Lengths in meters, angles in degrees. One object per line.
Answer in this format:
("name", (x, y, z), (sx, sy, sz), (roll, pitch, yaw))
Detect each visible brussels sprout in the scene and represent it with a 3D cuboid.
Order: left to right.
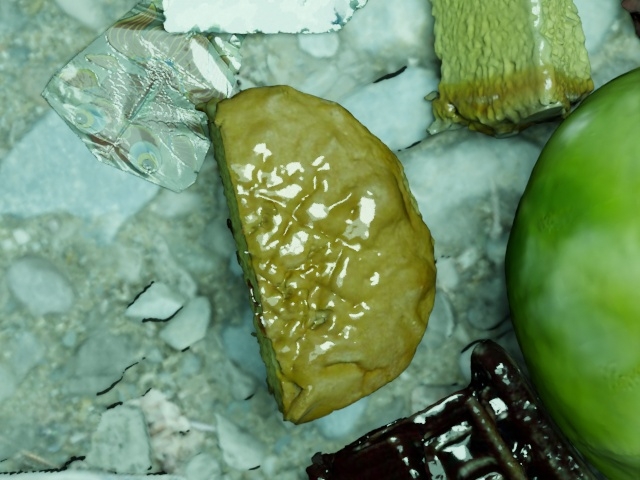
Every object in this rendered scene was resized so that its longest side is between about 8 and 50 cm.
("brussels sprout", (0.282, 0.033, 1.093), (0.344, 0.268, 0.344), (11, 64, -22))

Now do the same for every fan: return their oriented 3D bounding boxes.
("fan", (-0.007, -0.214, 1.205), (0.240, 0.009, 0.131), (-20, 99, -8))

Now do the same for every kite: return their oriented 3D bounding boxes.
("kite", (-0.098, -0.154, 1.209), (0.127, 0.016, 0.229), (31, 90, -7))

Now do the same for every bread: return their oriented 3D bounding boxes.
("bread", (0.000, 0.000, 1.164), (0.140, 0.143, 0.228), (-14, 96, -14))
("bread", (0.144, -0.147, 1.161), (0.127, 0.152, 0.147), (-7, 92, -14))

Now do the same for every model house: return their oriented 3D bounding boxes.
("model house", (0.104, 0.192, 1.168), (0.164, 0.141, 0.203), (-36, 95, -8))

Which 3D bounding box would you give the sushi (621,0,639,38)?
("sushi", (0.339, -0.215, 1.157), (0.270, 0.171, 0.236), (34, 90, 1))
